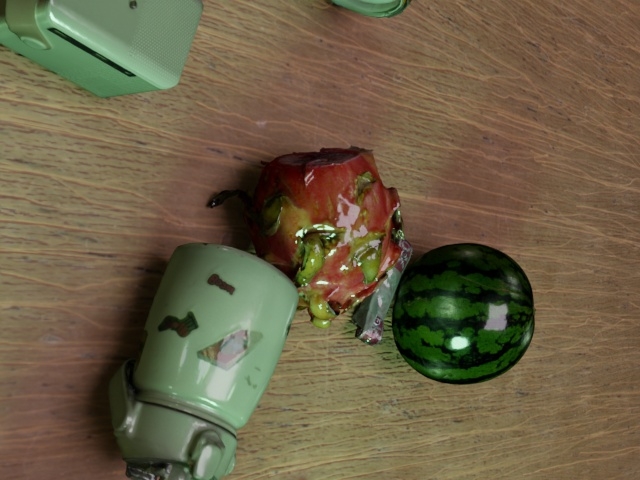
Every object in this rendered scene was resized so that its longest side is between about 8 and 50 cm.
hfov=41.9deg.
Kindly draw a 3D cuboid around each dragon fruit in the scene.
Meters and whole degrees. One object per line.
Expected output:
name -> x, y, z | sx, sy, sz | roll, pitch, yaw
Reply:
dragon fruit -> 0.000, 0.000, 1.380 | 0.269, 0.250, 0.291 | -19, 114, -42

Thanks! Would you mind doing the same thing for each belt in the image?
belt -> 0.117, 0.094, 1.633 | 0.053, 0.071, 0.232 | 36, 64, -34

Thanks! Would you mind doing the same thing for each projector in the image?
projector -> -0.303, -0.302, 1.090 | 0.242, 0.177, 0.163 | 27, 72, -45

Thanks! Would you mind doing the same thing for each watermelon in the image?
watermelon -> 0.284, 0.142, 1.659 | 0.285, 0.285, 0.285 | -4, 96, -46

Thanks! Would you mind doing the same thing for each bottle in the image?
bottle -> -0.180, 0.202, 1.215 | 0.229, 0.229, 0.351 | 38, 59, -40

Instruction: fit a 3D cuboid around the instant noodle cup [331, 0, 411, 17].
instant noodle cup -> 0.090, -0.537, 1.426 | 0.296, 0.296, 0.214 | 38, 75, -41
